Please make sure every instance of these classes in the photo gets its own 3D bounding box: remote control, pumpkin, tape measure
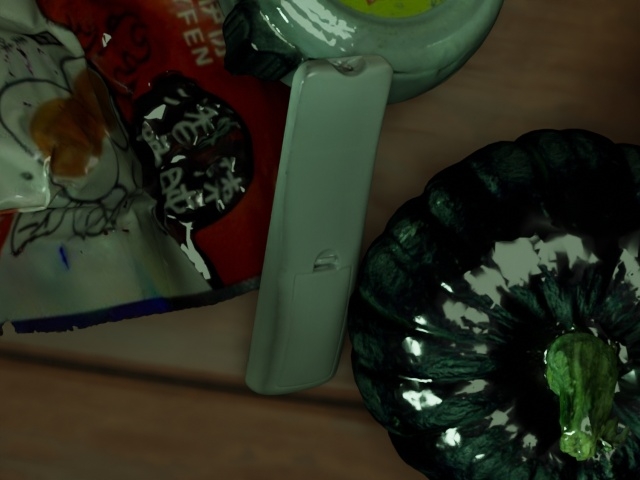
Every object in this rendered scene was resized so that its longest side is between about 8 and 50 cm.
[{"bbox_3d":[0.000,0.000,0.640,0.050,0.027,0.184,-10,127,-29],"label":"remote control"},{"bbox_3d":[0.111,0.040,0.643,0.194,0.150,0.194,4,77,-17],"label":"pumpkin"},{"bbox_3d":[0.087,-0.172,0.687,0.330,0.084,0.164,-20,93,-21],"label":"tape measure"}]

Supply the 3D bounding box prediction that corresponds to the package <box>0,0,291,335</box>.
[{"bbox_3d":[-0.104,-0.047,0.607,0.071,0.269,0.194,-7,102,37],"label":"package"}]
